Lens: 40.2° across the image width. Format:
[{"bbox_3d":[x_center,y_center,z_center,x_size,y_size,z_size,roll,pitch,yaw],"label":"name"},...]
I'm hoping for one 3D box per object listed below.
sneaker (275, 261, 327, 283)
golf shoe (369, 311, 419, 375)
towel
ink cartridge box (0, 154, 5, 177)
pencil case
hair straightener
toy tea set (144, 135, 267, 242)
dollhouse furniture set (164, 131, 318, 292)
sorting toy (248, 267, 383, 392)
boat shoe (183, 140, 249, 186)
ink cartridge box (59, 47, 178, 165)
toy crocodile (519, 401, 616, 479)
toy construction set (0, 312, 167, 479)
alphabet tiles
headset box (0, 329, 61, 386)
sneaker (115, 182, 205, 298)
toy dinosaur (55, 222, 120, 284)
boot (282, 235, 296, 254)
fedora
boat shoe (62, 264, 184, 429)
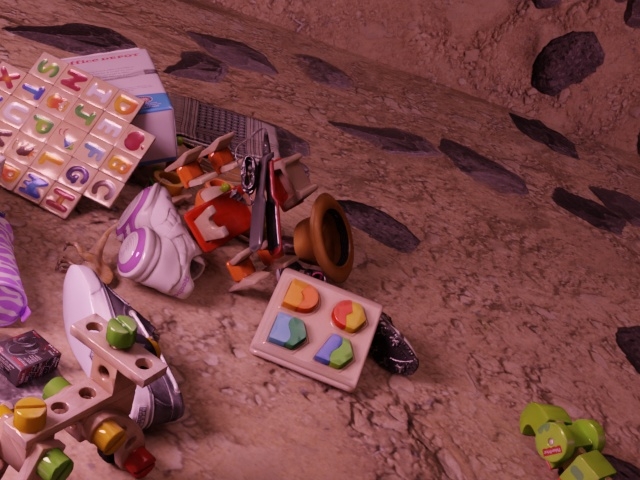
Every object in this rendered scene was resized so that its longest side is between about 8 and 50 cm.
[{"bbox_3d":[-0.021,0.081,1.664,0.072,0.077,0.178,4,32,-37],"label":"sneaker"},{"bbox_3d":[0.117,0.169,1.616,0.198,0.077,0.094,39,29,26],"label":"golf shoe"},{"bbox_3d":[-0.249,-0.263,2.148,0.312,0.056,0.324,18,27,-12],"label":"towel"},{"bbox_3d":[-0.695,-0.114,1.411,0.283,0.117,0.207,25,26,0],"label":"ink cartridge box"},{"bbox_3d":[-0.498,0.042,1.330,0.088,0.086,0.206,35,16,-39],"label":"pencil case"},{"bbox_3d":[-0.114,-0.091,1.546,0.089,0.230,0.047,7,-12,-34],"label":"hair straightener"},{"bbox_3d":[-0.236,-0.117,1.801,0.336,0.124,0.200,39,29,27],"label":"toy tea set"},{"bbox_3d":[-0.140,-0.065,1.641,0.259,0.135,0.262,-31,95,-38],"label":"dollhouse furniture set"},{"bbox_3d":[-0.002,0.147,1.517,0.193,0.038,0.208,21,48,2],"label":"sorting toy"},{"bbox_3d":[-0.243,-0.177,1.969,0.190,0.072,0.068,15,27,-19],"label":"boat shoe"},{"bbox_3d":[-0.443,-0.278,1.850,0.223,0.129,0.307,-12,37,-15],"label":"ink cartridge box"},{"bbox_3d":[0.450,0.398,1.455,0.115,0.105,0.340,3,37,-37],"label":"toy crocodile"},{"bbox_3d":[-0.270,0.225,0.991,0.257,0.237,0.309,4,33,-36],"label":"toy construction set"},{"bbox_3d":[-0.503,-0.204,1.654,0.342,0.011,0.285,27,67,5],"label":"alphabet tiles"},{"bbox_3d":[-0.416,0.164,1.219,0.062,0.032,0.083,35,26,20],"label":"headset box"},{"bbox_3d":[-0.288,0.006,1.580,0.152,0.114,0.305,33,21,-25],"label":"sneaker"},{"bbox_3d":[-0.389,0.039,1.462,0.093,0.053,0.183,20,42,-23],"label":"toy dinosaur"},{"bbox_3d":[-0.030,0.030,1.805,0.114,0.037,0.106,12,29,-17],"label":"boot"},{"bbox_3d":[0.000,0.000,1.735,0.079,0.194,0.194,-13,14,24],"label":"fedora"},{"bbox_3d":[-0.288,0.148,1.277,0.102,0.108,0.301,0,37,-41],"label":"boat shoe"}]
